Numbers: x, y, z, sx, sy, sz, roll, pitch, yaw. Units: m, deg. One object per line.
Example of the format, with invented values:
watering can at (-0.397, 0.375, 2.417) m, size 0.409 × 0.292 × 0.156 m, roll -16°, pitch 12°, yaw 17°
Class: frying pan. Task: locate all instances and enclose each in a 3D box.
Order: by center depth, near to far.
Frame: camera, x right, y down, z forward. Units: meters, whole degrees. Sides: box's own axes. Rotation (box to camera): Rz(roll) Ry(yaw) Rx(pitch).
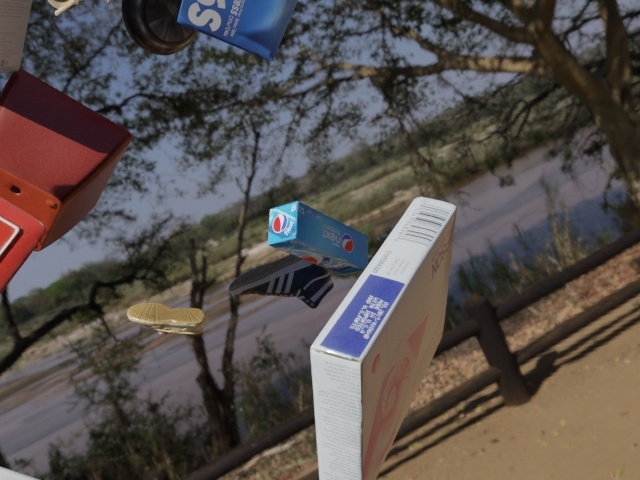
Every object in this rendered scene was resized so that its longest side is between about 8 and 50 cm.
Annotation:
frying pan at (-0.280, -0.528, 1.472) m, size 0.326 × 0.197 × 0.053 m, roll -35°, pitch 42°, yaw -26°

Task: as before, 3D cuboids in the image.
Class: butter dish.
butter dish at (-0.539, 0.016, 1.085) m, size 0.159 × 0.160 × 0.118 m, roll -59°, pitch -2°, yaw -20°

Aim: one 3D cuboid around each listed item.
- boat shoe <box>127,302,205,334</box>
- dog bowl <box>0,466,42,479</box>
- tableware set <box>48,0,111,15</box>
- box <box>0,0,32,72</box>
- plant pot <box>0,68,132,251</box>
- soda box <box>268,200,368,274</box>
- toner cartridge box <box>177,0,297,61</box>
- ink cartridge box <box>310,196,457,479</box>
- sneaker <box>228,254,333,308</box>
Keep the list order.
boat shoe at (-0.339, 0.180, 1.485) m, size 0.170 × 0.059 × 0.063 m, roll 7°, pitch 38°, yaw 1°
dog bowl at (-0.309, 0.347, 0.776) m, size 0.349 × 0.349 × 0.102 m, roll -21°, pitch 42°, yaw 51°
tableware set at (-0.412, -0.466, 1.121) m, size 0.141 × 0.168 × 0.020 m, roll -26°, pitch 24°, yaw 2°
box at (-0.664, -0.507, 1.241) m, size 0.168 × 0.215 × 0.345 m, roll -70°, pitch 0°, yaw -72°
plant pot at (-0.599, -0.141, 1.411) m, size 0.267 × 0.267 × 0.235 m, roll -47°, pitch 20°, yaw 38°
soda box at (0.000, 0.000, 1.229) m, size 0.067 × 0.071 × 0.210 m, roll -14°, pitch -26°, yaw 38°
toner cartridge box at (-0.086, -0.429, 0.960) m, size 0.347 × 0.165 × 0.075 m, roll 124°, pitch 161°, yaw -52°
ink cartridge box at (0.091, 0.162, 0.872) m, size 0.072 × 0.330 × 0.324 m, roll 13°, pitch 38°, yaw 22°
sneaker at (-0.100, 0.132, 1.863) m, size 0.282 × 0.153 × 0.099 m, roll -22°, pitch 19°, yaw 3°
